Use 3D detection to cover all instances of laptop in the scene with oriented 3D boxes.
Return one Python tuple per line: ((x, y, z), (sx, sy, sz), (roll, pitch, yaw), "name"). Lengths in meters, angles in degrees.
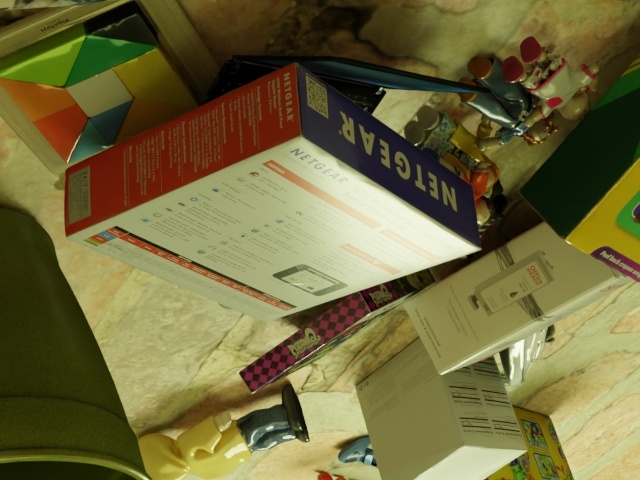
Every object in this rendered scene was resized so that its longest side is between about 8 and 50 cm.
((0.002, -0.110, 1.314), (0.234, 0.136, 0.264), (5, 130, -43), "laptop")

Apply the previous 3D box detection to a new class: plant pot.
((-0.393, 0.162, 1.383), (0.366, 0.353, 0.366), (-13, 149, -8), "plant pot")

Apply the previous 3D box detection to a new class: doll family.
((0.202, -0.134, 1.457), (0.263, 0.118, 0.163), (-47, 135, 13), "doll family")

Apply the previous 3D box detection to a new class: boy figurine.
((-0.162, 0.327, 2.011), (0.285, 0.092, 0.177), (-18, 149, 4), "boy figurine")

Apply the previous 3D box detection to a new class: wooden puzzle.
((-0.220, -0.158, 1.254), (0.221, 0.044, 0.239), (-22, 149, 8), "wooden puzzle")

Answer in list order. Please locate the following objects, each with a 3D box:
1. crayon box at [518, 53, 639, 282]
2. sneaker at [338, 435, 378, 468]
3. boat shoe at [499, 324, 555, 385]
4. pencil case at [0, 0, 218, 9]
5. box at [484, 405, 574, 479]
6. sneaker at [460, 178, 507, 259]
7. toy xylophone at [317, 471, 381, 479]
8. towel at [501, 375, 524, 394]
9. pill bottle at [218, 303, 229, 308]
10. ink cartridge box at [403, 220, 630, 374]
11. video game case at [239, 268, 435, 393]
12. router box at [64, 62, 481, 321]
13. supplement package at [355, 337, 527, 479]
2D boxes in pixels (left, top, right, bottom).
((0.463, -0.091, 1.499), (0.363, 0.106, 0.313), (24, 112, -44), "crayon box")
((0.104, 0.388, 2.264), (0.144, 0.059, 0.053), (-10, 151, -10), "sneaker")
((0.327, 0.149, 1.956), (0.084, 0.095, 0.258), (-11, 150, -2), "boat shoe")
((-0.202, -0.257, 0.994), (0.410, 0.160, 0.183), (-8, 133, -15), "pencil case")
((0.321, 0.504, 2.340), (0.290, 0.279, 0.177), (-36, 144, 28), "box")
((0.210, -0.033, 1.639), (0.075, 0.063, 0.170), (-10, 144, 1), "sneaker")
((0.117, 0.552, 2.371), (0.081, 0.236, 0.322), (-34, 148, 24), "toy xylophone")
((0.283, 0.285, 2.221), (0.113, 0.023, 0.152), (3, 144, -28), "towel")
((-0.111, 0.057, 1.648), (0.043, 0.043, 0.083), (1, 145, -26), "pill bottle")
((0.287, 0.065, 1.726), (0.283, 0.117, 0.207), (-32, 168, 22), "ink cartridge box")
((0.026, 0.119, 1.732), (0.232, 0.042, 0.210), (-36, 171, 29), "video game case")
((-0.043, -0.031, 1.310), (0.301, 0.082, 0.335), (-20, 151, 30), "router box")
((0.191, 0.285, 2.003), (0.149, 0.203, 0.194), (12, 140, -38), "supplement package")
